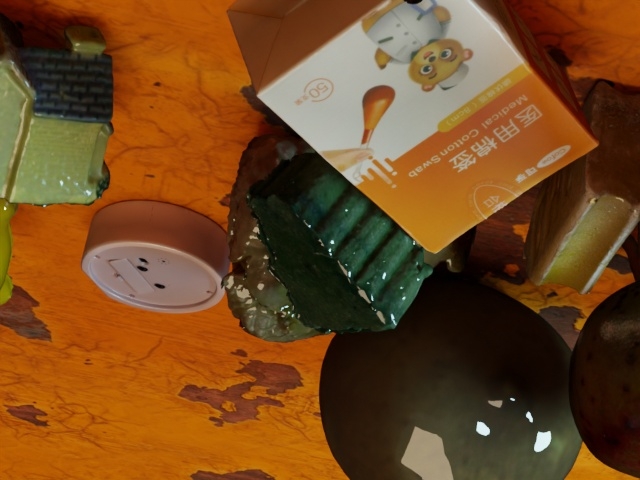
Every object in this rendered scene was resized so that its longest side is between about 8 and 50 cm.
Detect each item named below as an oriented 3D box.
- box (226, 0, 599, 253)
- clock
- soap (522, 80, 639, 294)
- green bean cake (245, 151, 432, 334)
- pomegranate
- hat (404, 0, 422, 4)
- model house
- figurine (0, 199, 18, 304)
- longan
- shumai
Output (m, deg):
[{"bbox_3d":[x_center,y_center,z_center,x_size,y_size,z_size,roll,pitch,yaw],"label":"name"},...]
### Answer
[{"bbox_3d":[0.099,-0.161,1.696,0.225,0.143,0.341,-34,136,16],"label":"box"},{"bbox_3d":[-0.219,0.024,2.268,0.197,0.068,0.197,7,151,4],"label":"clock"},{"bbox_3d":[0.300,-0.044,1.904,0.080,0.160,0.257,13,150,-4],"label":"soap"},{"bbox_3d":[0.000,0.000,1.821,0.208,0.107,0.193,48,157,-20],"label":"green bean cake"},{"bbox_3d":[0.435,0.140,2.016,0.291,0.323,0.291,6,137,6],"label":"pomegranate"},{"bbox_3d":[0.053,-0.341,1.385,0.209,0.238,0.336,17,159,-17],"label":"hat"},{"bbox_3d":[-0.330,-0.167,1.896,0.214,0.195,0.189,5,129,-22],"label":"model house"},{"bbox_3d":[-0.563,-0.005,2.178,0.340,0.231,0.323,7,126,-10],"label":"figurine"},{"bbox_3d":[0.180,0.216,2.253,0.361,0.361,0.361,7,151,4],"label":"longan"},{"bbox_3d":[0.040,0.010,2.016,0.283,0.217,0.346,6,147,6],"label":"shumai"}]
